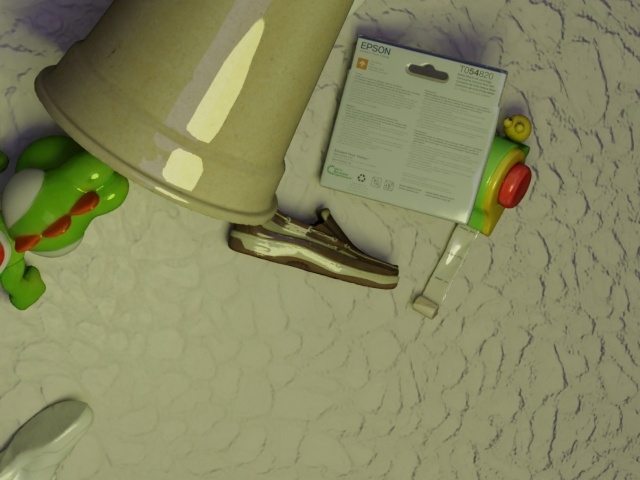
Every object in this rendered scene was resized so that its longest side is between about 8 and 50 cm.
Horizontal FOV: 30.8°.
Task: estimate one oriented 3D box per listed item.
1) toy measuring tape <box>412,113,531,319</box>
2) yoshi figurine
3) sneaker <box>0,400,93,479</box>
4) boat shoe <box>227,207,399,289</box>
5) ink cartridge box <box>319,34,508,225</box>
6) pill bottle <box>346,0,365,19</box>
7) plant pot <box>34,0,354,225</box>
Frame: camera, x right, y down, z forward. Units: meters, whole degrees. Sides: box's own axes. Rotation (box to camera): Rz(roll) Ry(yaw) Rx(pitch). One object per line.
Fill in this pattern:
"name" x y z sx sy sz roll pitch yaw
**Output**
"toy measuring tape" 0.217 -0.043 1.699 0.121 0.121 0.330 30 88 -22
"yoshi figurine" -0.413 -0.018 1.482 0.362 0.203 0.203 -28 67 1
"sneaker" -0.381 0.307 1.581 0.212 0.080 0.094 -40 122 -2
"boat shoe" 0.003 0.000 1.647 0.257 0.095 0.095 16 88 -21
"ink cartridge box" 0.132 -0.156 1.639 0.223 0.045 0.224 16 96 8
"pill bottle" -0.048 -0.409 1.527 0.264 0.146 0.146 37 86 -22
"plant pot" -0.120 -0.237 1.388 0.334 0.334 0.305 26 109 -22
